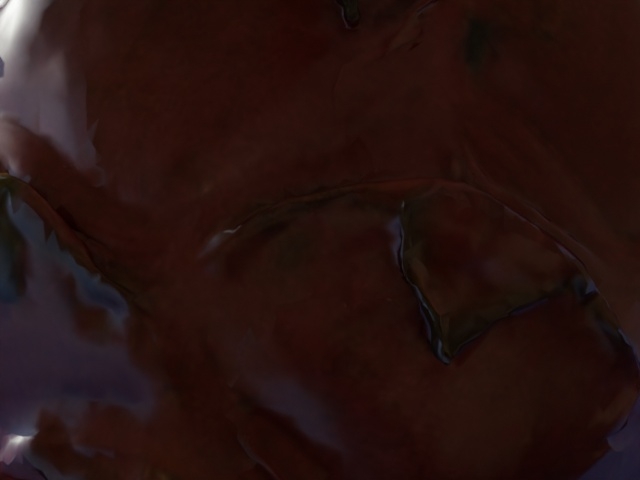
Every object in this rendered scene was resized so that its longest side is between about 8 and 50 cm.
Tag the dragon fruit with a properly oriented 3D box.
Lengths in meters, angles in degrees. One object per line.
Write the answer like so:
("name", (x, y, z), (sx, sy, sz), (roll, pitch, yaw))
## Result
("dragon fruit", (-0.005, 0.008, 0.492), (0.241, 0.241, 0.252), (7, -115, -9))
